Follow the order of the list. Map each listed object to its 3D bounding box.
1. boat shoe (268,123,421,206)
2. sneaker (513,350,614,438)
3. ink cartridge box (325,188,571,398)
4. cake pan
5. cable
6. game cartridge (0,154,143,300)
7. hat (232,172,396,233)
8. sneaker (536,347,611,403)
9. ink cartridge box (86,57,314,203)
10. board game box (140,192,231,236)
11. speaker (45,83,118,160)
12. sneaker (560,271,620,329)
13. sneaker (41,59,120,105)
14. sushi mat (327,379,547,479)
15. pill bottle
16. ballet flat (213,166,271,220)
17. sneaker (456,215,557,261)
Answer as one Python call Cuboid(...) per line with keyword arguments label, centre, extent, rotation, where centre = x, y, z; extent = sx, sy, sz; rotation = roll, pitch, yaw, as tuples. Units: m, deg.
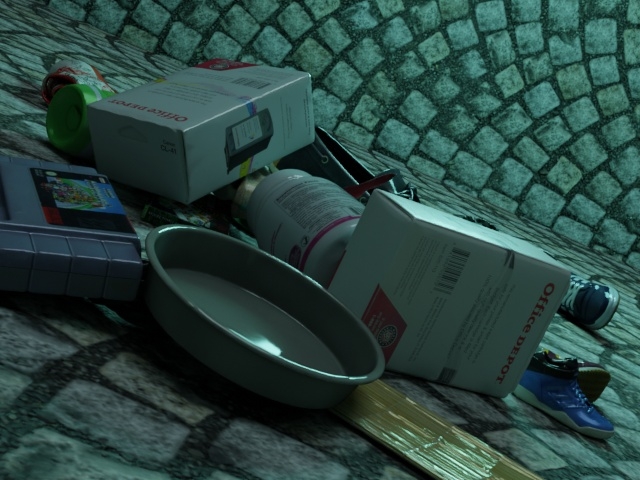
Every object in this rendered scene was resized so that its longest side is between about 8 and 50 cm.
Cuboid(label="boat shoe", centre=(0.124, -0.058, 2.051), extent=(0.500, 0.156, 0.187), rotation=(35, 11, 18))
Cuboid(label="sneaker", centre=(0.355, 0.212, 1.500), extent=(0.152, 0.084, 0.058), rotation=(28, 12, 21))
Cuboid(label="ink cartridge box", centre=(0.164, 0.077, 1.426), extent=(0.283, 0.207, 0.117), rotation=(18, 15, -31))
Cuboid(label="cake pan", centre=(-0.068, 0.083, 1.153), extent=(0.293, 0.054, 0.293), rotation=(29, 15, -9))
Cuboid(label="cable", centre=(-0.193, 0.058, 1.197), extent=(0.184, 0.047, 0.150), rotation=(26, 12, 9))
Cuboid(label="game cartridge", centre=(-0.335, -0.030, 1.194), extent=(0.230, 0.068, 0.355), rotation=(2, 19, -21))
Cuboid(label="hat", centre=(-0.027, -0.086, 1.841), extent=(0.208, 0.183, 0.173), rotation=(16, 13, -33))
Cuboid(label="sneaker", centre=(0.369, 0.199, 1.627), extent=(0.185, 0.069, 0.084), rotation=(14, 20, -43))
Cuboid(label="ink cartridge box", centre=(-0.189, -0.189, 1.729), extent=(0.226, 0.131, 0.306), rotation=(17, 34, 36))
Cuboid(label="board game box", centre=(-0.208, -0.048, 1.703), extent=(0.136, 0.030, 0.259), rotation=(20, 12, -7))
Cuboid(label="speaker", centre=(-0.323, -0.185, 1.849), extent=(0.131, 0.131, 0.296), rotation=(33, 15, 39))
Cuboid(label="sneaker", centre=(0.527, 0.105, 2.293), extent=(0.153, 0.099, 0.282), rotation=(27, 4, -10))
Cuboid(label="sneaker", centre=(-0.514, -0.318, 2.157), extent=(0.270, 0.090, 0.145), rotation=(36, 14, 37))
Cuboid(label="sushi mat", centre=(0.121, 0.220, 1.157), extent=(0.316, 0.019, 0.151), rotation=(29, 13, 26))
Cuboid(label="pill bottle", centre=(0.000, 0.000, 1.564), extent=(0.160, 0.160, 0.283), rotation=(17, 13, -29))
Cuboid(label="ballet flat", centre=(-0.148, -0.113, 1.805), extent=(0.106, 0.107, 0.316), rotation=(5, 17, -22))
Cuboid(label="sneaker", centre=(0.413, 0.029, 2.472), extent=(0.271, 0.100, 0.108), rotation=(26, -3, -4))
